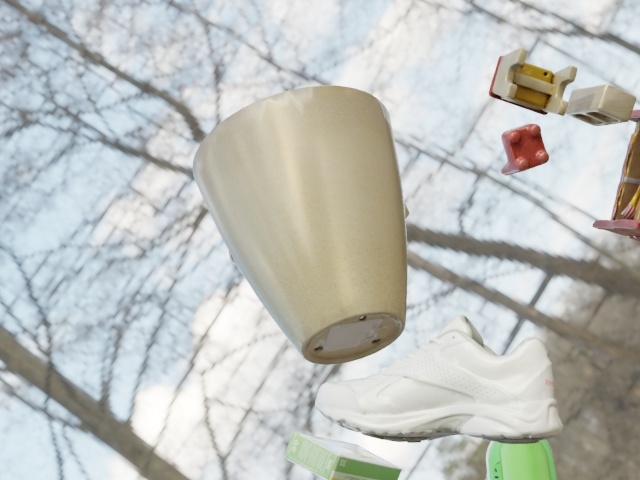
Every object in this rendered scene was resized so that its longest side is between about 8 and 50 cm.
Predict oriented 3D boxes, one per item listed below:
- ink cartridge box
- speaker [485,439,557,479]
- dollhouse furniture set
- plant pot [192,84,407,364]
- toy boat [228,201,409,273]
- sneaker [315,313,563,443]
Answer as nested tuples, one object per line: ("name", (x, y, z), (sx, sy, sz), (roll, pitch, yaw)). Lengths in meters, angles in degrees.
("ink cartridge box", (0.076, 0.394, 2.264), (0.171, 0.235, 0.056), (20, -91, -44))
("speaker", (0.365, 0.450, 2.440), (0.296, 0.131, 0.131), (-79, 12, -67))
("dollhouse furniture set", (0.413, -0.136, 2.084), (0.152, 0.374, 0.201), (-175, 102, -75))
("plant pot", (0.000, 0.000, 1.625), (0.256, 0.274, 0.256), (-13, -28, -7))
("toy boat", (0.010, 0.023, 2.012), (0.267, 0.148, 0.318), (-16, -18, 3))
("sneaker", (0.107, 0.126, 1.238), (0.090, 0.232, 0.115), (30, -120, -67))
